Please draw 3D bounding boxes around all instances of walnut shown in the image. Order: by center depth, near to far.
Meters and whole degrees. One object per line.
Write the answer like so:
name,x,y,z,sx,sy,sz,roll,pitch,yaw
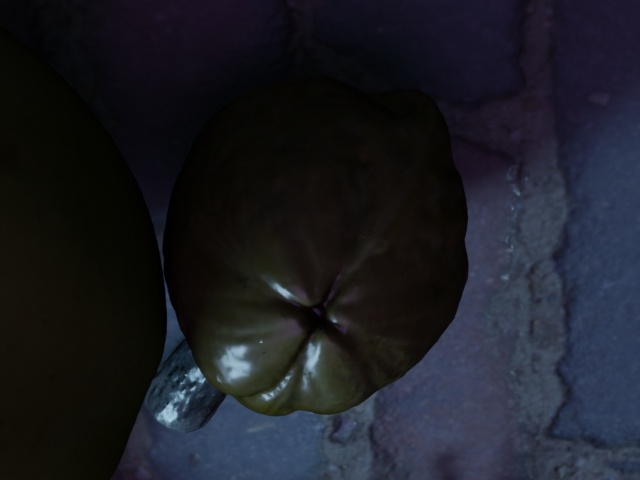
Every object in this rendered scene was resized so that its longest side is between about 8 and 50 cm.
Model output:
walnut,0.000,0.000,1.267,0.227,0.283,0.283,30,119,-12

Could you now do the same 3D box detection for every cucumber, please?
cucumber,-0.100,0.110,1.475,0.064,0.064,0.112,28,117,-21

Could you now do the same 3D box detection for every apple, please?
apple,-0.332,0.040,1.186,0.473,0.473,0.474,-2,126,-2
